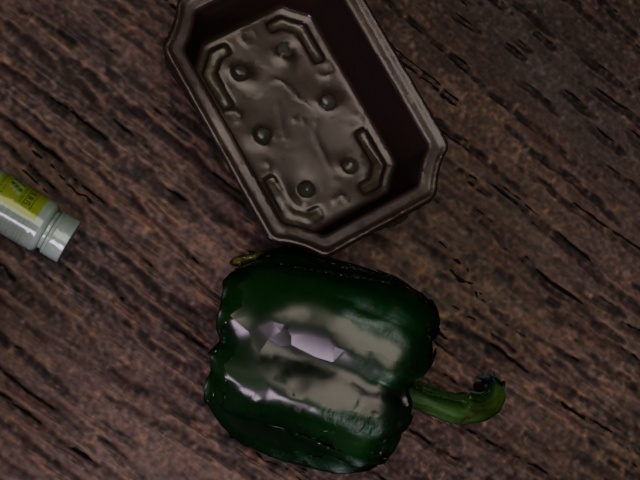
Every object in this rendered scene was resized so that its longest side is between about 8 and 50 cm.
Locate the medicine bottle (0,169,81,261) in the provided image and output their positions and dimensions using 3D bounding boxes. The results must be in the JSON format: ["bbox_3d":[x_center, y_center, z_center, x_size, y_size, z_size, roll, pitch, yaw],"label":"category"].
[{"bbox_3d":[-0.246,-0.020,1.171,0.083,0.047,0.047,30,79,-5],"label":"medicine bottle"}]

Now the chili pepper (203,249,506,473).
[{"bbox_3d":[0.036,0.103,1.153,0.261,0.165,0.174,15,71,-4],"label":"chili pepper"}]

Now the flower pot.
[{"bbox_3d":[-0.017,-0.111,1.203,0.179,0.084,0.251,-28,85,-14],"label":"flower pot"}]

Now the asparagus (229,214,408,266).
[{"bbox_3d":[0.000,0.000,1.233,0.166,0.013,0.016,-14,97,-11],"label":"asparagus"}]
